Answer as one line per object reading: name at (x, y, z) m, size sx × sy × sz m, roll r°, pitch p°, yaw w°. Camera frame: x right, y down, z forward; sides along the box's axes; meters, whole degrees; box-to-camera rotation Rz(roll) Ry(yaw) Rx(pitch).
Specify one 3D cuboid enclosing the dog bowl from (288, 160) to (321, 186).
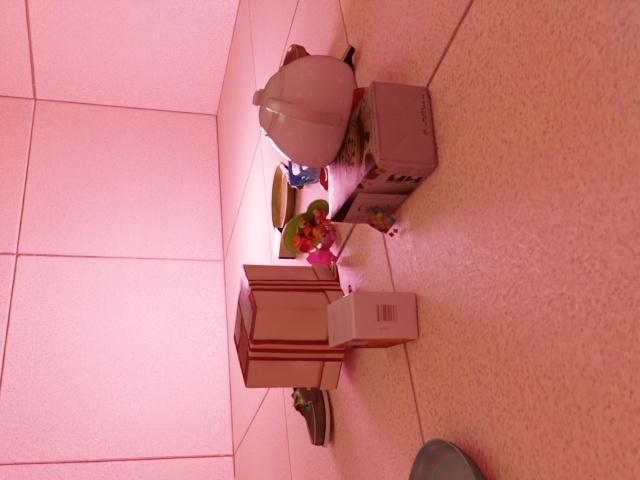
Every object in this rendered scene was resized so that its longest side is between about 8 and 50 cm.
dog bowl at (-0.021, -0.238, 2.020) m, size 0.297 × 0.074 × 0.166 m, roll 164°, pitch 108°, yaw -74°

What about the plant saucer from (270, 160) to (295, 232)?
plant saucer at (-0.123, -0.142, 2.429) m, size 0.241 × 0.037 × 0.241 m, roll -178°, pitch 90°, yaw -73°

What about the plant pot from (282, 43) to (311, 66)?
plant pot at (-0.046, -0.424, 2.057) m, size 0.237 × 0.109 × 0.237 m, roll -174°, pitch 90°, yaw -75°

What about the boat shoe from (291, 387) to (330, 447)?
boat shoe at (-0.036, 0.406, 1.934) m, size 0.109 × 0.091 × 0.305 m, roll 109°, pitch 157°, yaw -46°

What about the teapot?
teapot at (-0.048, -0.275, 1.517) m, size 0.256 × 0.187 × 0.253 m, roll 122°, pitch 156°, yaw -56°

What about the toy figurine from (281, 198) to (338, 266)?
toy figurine at (0.000, 0.000, 1.902) m, size 0.173 × 0.130 × 0.159 m, roll -57°, pitch 39°, yaw 13°

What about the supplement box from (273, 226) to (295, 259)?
supplement box at (-0.113, 0.010, 2.332) m, size 0.083 × 0.056 × 0.083 m, roll -132°, pitch 47°, yaw -68°

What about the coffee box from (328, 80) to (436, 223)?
coffee box at (0.111, -0.162, 1.454) m, size 0.297 × 0.118 × 0.168 m, roll 127°, pitch 143°, yaw -63°

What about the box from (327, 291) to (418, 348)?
box at (0.098, 0.159, 1.433) m, size 0.170 × 0.130 × 0.091 m, roll 137°, pitch 133°, yaw -69°

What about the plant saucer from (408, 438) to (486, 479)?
plant saucer at (0.212, 0.474, 1.147) m, size 0.317 × 0.043 × 0.318 m, roll -177°, pitch 90°, yaw -75°

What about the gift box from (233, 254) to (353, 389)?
gift box at (-0.061, 0.183, 1.755) m, size 0.276 × 0.258 × 0.255 m, roll -112°, pitch 29°, yaw -57°

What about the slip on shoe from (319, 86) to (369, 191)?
slip on shoe at (0.041, -0.239, 1.753) m, size 0.331 × 0.101 × 0.123 m, roll 113°, pitch 152°, yaw -54°

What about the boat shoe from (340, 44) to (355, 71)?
boat shoe at (0.064, -0.431, 1.813) m, size 0.133 × 0.042 × 0.049 m, roll 117°, pitch 176°, yaw -54°

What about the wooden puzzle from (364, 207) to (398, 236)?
wooden puzzle at (0.123, -0.038, 1.479) m, size 0.006 × 0.083 × 0.049 m, roll -61°, pitch 2°, yaw -39°

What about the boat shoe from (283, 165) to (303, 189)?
boat shoe at (-0.084, -0.195, 2.264) m, size 0.152 × 0.056 × 0.049 m, roll -129°, pitch 49°, yaw -67°
